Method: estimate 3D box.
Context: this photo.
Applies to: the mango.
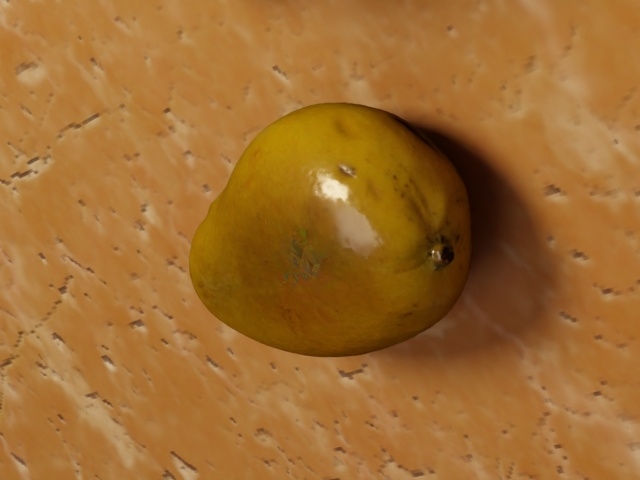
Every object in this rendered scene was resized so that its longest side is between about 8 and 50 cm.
[{"bbox_3d":[0.000,0.000,0.720,0.103,0.076,0.161,53,145,-8],"label":"mango"}]
